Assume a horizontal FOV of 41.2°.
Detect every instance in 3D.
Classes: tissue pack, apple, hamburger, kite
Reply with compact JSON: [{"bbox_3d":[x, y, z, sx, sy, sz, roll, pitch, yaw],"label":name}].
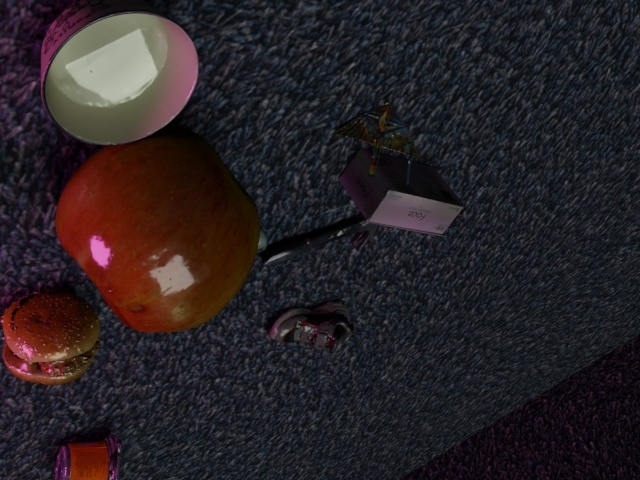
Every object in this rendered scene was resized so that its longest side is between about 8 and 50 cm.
[{"bbox_3d":[0.177,-0.103,1.835,0.246,0.148,0.092,9,128,-41],"label":"tissue pack"},{"bbox_3d":[-0.263,-0.019,1.433,0.339,0.339,0.339,-21,142,-17],"label":"apple"},{"bbox_3d":[-0.503,0.181,1.595,0.182,0.191,0.118,-11,137,-17],"label":"hamburger"},{"bbox_3d":[0.120,-0.204,1.708,0.183,0.010,0.160,15,86,-9],"label":"kite"}]

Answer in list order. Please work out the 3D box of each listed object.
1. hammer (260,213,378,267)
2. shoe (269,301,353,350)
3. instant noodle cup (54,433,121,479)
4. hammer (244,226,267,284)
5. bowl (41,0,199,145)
[{"bbox_3d":[0.000,0.000,1.906,0.290,0.037,0.137,-21,141,-18],"label":"hammer"},{"bbox_3d":[-0.011,0.230,2.090,0.227,0.125,0.099,-11,141,-30],"label":"shoe"},{"bbox_3d":[-0.556,0.547,2.011,0.125,0.177,0.208,9,107,-26],"label":"instant noodle cup"},{"bbox_3d":[-0.170,0.039,1.806,0.116,0.069,0.194,-23,151,-16],"label":"hammer"},{"bbox_3d":[-0.313,-0.269,1.278,0.238,0.126,0.238,-21,142,-18],"label":"bowl"}]
